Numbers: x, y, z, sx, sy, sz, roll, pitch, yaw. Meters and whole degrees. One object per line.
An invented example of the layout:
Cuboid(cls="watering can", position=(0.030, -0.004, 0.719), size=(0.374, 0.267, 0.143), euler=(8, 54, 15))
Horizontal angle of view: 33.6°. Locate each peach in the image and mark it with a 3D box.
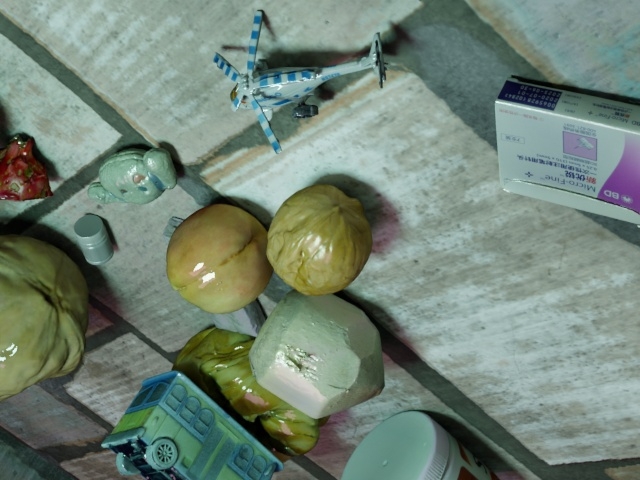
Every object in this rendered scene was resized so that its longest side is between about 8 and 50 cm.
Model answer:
Cuboid(cls="peach", position=(-0.163, 0.028, 1.753), size=(0.184, 0.184, 0.184), euler=(20, 148, 14))

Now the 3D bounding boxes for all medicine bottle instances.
Cuboid(cls="medicine bottle", position=(0.317, -0.108, 1.289), size=(0.201, 0.052, 0.171), euler=(17, 147, 22))
Cuboid(cls="medicine bottle", position=(-0.434, -0.001, 2.033), size=(0.058, 0.058, 0.091), euler=(18, 147, 17))
Cuboid(cls="medicine bottle", position=(0.203, 0.499, 2.065), size=(0.241, 0.252, 0.252), euler=(43, 146, -23))

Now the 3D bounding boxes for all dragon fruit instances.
Cuboid(cls="dragon fruit", position=(-0.557, -0.138, 1.909), size=(0.153, 0.153, 0.111), euler=(14, 103, 22))

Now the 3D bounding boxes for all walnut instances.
Cuboid(cls="walnut", position=(0.000, 0.000, 1.601), size=(0.159, 0.159, 0.207), euler=(28, 150, 1))
Cuboid(cls="walnut", position=(-0.638, 0.154, 2.140), size=(0.381, 0.381, 0.381), euler=(20, 148, 14))

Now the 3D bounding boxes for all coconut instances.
Cuboid(cls="coconut", position=(0.006, 0.198, 1.832), size=(0.234, 0.224, 0.224), euler=(31, 150, 10))

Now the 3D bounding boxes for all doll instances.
Cuboid(cls="doll", position=(-0.311, -0.106, 1.775), size=(0.214, 0.071, 0.103), euler=(-20, 137, 41))

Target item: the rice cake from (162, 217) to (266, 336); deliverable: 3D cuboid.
Cuboid(cls="rice cake", position=(-0.190, 0.077, 1.960), size=(0.106, 0.050, 0.298), euler=(9, 143, 28))

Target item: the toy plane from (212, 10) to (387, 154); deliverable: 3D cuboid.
Cuboid(cls="toy plane", position=(-0.019, -0.220, 1.383), size=(0.273, 0.107, 0.182), euler=(-28, 76, 34))

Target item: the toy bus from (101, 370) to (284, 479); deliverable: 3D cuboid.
Cuboid(cls="toy bus", position=(-0.243, 0.418, 2.054), size=(0.312, 0.190, 0.152), euler=(45, 141, -19))

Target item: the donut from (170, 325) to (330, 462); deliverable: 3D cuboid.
Cuboid(cls="donut", position=(-0.153, 0.326, 2.183), size=(0.360, 0.170, 0.360), euler=(20, 146, 15))
